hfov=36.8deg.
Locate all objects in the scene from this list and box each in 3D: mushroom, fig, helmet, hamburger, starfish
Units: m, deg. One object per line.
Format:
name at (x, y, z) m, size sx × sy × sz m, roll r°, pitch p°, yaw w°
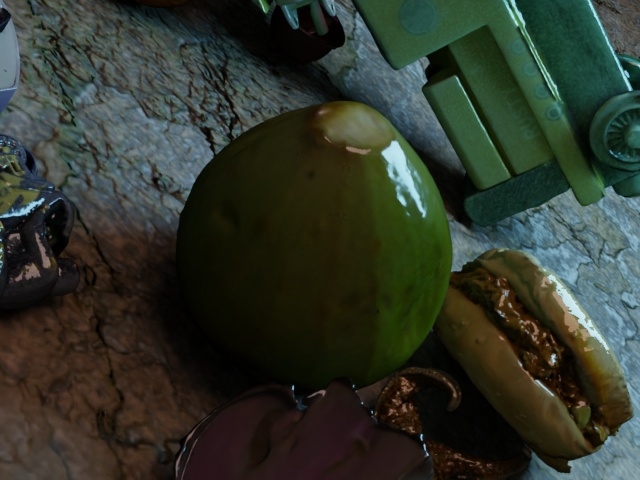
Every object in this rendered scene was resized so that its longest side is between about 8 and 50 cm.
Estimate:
mushroom at (-0.005, 0.176, 0.587) m, size 0.141 × 0.117 × 0.188 m, roll -32°, pitch 44°, yaw -23°
fig at (-0.003, 0.010, 0.696) m, size 0.207 × 0.230 × 0.207 m, roll 2°, pitch 81°, yaw -10°
helmet at (-0.023, -0.232, 1.075) m, size 0.089 × 0.057 × 0.111 m, roll 22°, pitch 36°, yaw -23°
hamburger at (0.179, 0.097, 0.826) m, size 0.214 × 0.108 × 0.214 m, roll 50°, pitch 2°, yaw -3°
starfish at (0.076, 0.179, 0.722) m, size 0.146 × 0.074 × 0.190 m, roll 51°, pitch 36°, yaw 9°

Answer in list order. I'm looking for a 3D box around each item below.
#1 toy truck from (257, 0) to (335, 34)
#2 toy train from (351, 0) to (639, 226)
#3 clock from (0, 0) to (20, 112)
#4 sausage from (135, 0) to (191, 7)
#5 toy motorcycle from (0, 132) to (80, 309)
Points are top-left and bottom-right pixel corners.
toy truck at (-0.020, -0.308, 1.027) m, size 0.260 × 0.128 × 0.135 m, roll -84°, pitch 151°, yaw -53°
toy train at (0.215, -0.192, 1.033) m, size 0.397 × 0.253 × 0.160 m, roll 57°, pitch 22°, yaw -21°
clock at (-0.300, -0.165, 0.717) m, size 0.172 × 0.064 × 0.198 m, roll 36°, pitch 36°, yaw -9°
sausage at (-0.146, -0.347, 1.044) m, size 0.097 × 0.094 × 0.348 m, roll 44°, pitch 31°, yaw -22°
toy motorcycle at (-0.217, 0.003, 0.625) m, size 0.124 × 0.061 × 0.193 m, roll 40°, pitch 33°, yaw -10°
